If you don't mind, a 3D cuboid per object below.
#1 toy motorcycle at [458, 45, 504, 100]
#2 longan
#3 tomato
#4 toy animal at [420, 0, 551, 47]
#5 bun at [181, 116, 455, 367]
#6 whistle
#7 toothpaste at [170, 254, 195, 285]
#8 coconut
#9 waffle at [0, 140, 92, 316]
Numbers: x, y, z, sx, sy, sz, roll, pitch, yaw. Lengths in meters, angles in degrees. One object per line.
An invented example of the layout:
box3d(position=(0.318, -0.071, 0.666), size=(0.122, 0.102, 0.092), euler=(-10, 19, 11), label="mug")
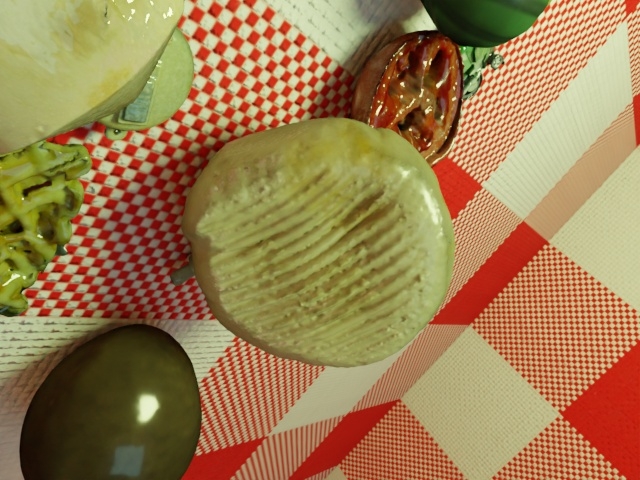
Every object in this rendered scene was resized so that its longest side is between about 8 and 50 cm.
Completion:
box3d(position=(0.241, -0.310, 0.796), size=(0.106, 0.074, 0.190), euler=(-20, 142, -22), label="toy motorcycle")
box3d(position=(-0.299, 0.272, 0.741), size=(0.300, 0.243, 0.300), euler=(-61, -178, 3), label="longan")
box3d(position=(0.127, -0.213, 0.759), size=(0.227, 0.101, 0.228), euler=(-23, 130, -31), label="tomato")
box3d(position=(0.217, -0.396, 0.552), size=(0.191, 0.216, 0.338), euler=(7, 132, -19), label="toy animal")
box3d(position=(0.000, 0.000, 0.686), size=(0.364, 0.219, 0.366), euler=(0, 117, 0), label="bun")
box3d(position=(-0.167, -0.206, 0.460), size=(0.126, 0.067, 0.258), euler=(-7, 132, -46), label="whistle")
box3d(position=(-0.125, 0.000, 0.790), size=(0.255, 0.037, 0.067), euler=(-32, 142, -23), label="toothpaste")
box3d(position=(-0.200, -0.173, 0.311), size=(0.241, 0.241, 0.241), euler=(-29, 147, -21), label="coconut")
box3d(position=(-0.382, -0.014, 0.446), size=(0.297, 0.073, 0.317), euler=(2, 130, -51), label="waffle")
